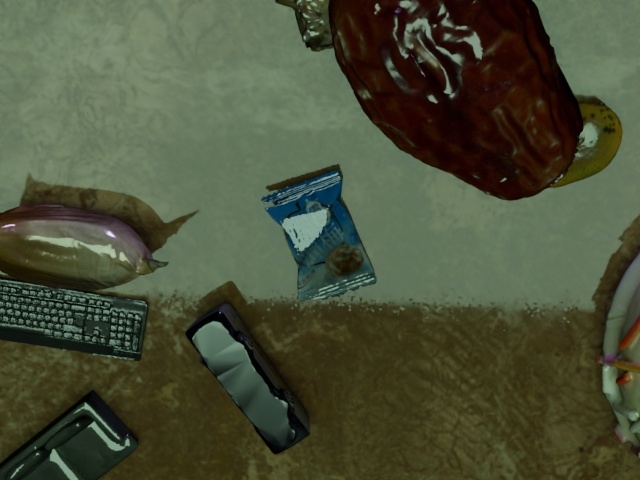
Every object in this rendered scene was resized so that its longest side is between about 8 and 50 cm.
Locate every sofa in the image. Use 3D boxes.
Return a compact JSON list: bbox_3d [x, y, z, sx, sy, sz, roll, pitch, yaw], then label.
[{"bbox_3d":[-0.281,0.244,1.608,0.147,0.060,0.085,-38,100,10],"label":"sofa"}]

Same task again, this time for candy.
[{"bbox_3d":[0.013,-0.241,1.474,0.110,0.085,0.095,-21,112,3],"label":"candy"},{"bbox_3d":[-0.001,0.000,1.555,0.088,0.038,0.136,-22,109,-7],"label":"candy"}]

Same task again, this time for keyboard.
[{"bbox_3d":[-0.289,0.085,1.595,0.197,0.015,0.074,10,104,0],"label":"keyboard"}]

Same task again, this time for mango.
[{"bbox_3d":[0.259,-0.097,1.513,0.114,0.057,0.079,-37,103,18],"label":"mango"}]

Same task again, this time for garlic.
[{"bbox_3d":[-0.247,0.012,1.517,0.198,0.128,0.090,14,87,2],"label":"garlic"}]

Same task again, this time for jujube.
[{"bbox_3d":[0.132,-0.162,1.394,0.197,0.197,0.290,-41,116,10],"label":"jujube"}]

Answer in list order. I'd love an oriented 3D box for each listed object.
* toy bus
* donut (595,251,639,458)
[{"bbox_3d":[-0.076,0.147,1.572,0.057,0.072,0.172,-32,102,10],"label":"toy bus"},{"bbox_3d":[0.480,0.122,1.512,0.383,0.142,0.382,1,102,3],"label":"donut"}]
